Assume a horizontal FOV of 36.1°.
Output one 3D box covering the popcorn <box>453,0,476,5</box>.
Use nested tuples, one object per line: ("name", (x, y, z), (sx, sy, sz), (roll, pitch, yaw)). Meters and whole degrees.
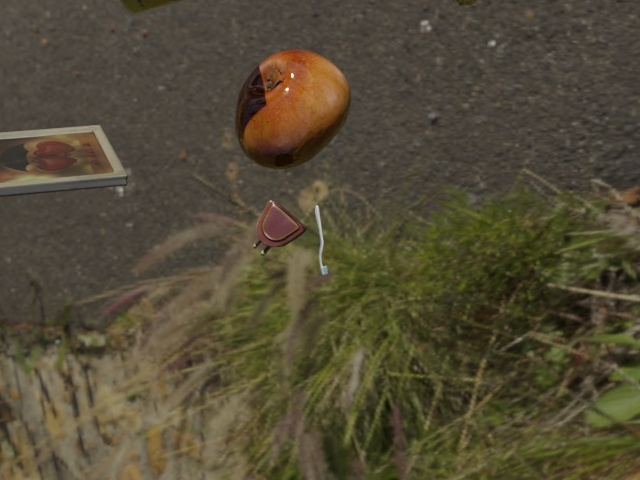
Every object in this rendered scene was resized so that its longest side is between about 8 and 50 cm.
("popcorn", (0.219, -0.397, 1.485), (0.057, 0.083, 0.082), (-27, 101, 46))

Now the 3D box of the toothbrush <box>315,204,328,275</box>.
("toothbrush", (0.000, 0.000, 1.809), (0.011, 0.013, 0.131), (-160, 62, -72))

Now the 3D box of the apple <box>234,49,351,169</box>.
("apple", (-0.060, -0.249, 1.832), (0.210, 0.173, 0.234), (9, 59, 41))

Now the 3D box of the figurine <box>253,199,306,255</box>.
("figurine", (-0.085, -0.014, 1.845), (0.082, 0.154, 0.098), (39, 89, 1))

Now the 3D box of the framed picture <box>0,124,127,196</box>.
("framed picture", (-0.437, -0.110, 1.382), (0.211, 0.290, 0.020), (-131, 38, -56))

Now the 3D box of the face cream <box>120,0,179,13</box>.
("face cream", (-0.262, -0.502, 1.619), (0.179, 0.218, 0.218), (-16, 82, 3))
